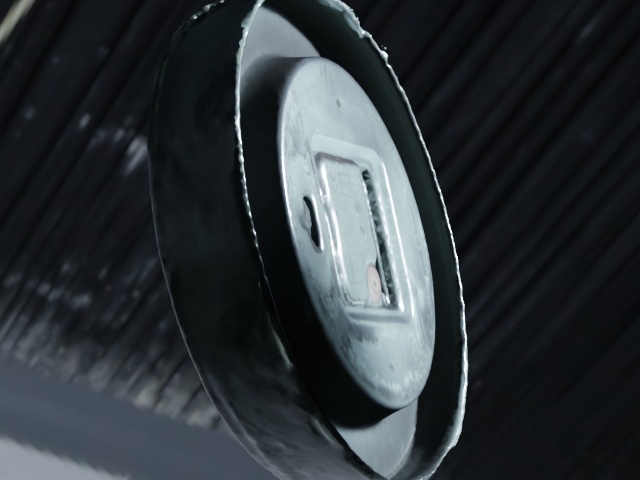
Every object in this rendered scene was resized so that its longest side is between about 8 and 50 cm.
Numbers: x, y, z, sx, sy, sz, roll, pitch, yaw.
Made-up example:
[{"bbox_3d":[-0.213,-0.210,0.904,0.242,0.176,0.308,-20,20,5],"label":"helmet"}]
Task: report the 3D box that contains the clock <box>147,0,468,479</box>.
[{"bbox_3d":[0.000,0.000,0.764,0.226,0.049,0.226,43,40,-50],"label":"clock"}]
